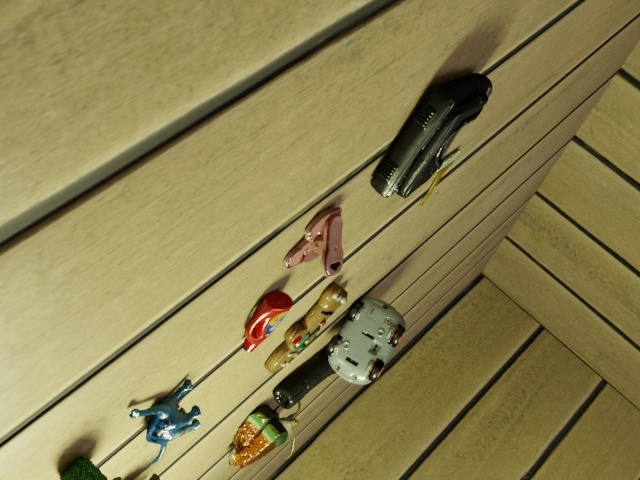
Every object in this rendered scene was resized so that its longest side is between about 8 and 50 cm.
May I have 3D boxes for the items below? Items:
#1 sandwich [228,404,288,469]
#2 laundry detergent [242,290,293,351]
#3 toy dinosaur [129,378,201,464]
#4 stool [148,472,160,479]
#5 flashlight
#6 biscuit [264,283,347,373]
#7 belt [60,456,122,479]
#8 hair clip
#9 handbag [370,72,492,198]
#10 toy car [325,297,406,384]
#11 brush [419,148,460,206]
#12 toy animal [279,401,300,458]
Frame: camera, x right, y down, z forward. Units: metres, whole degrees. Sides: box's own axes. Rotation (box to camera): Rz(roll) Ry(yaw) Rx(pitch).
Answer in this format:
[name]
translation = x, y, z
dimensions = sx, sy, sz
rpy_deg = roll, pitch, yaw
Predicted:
[sandwich]
translation = -0.194, 0.628, 2.336
dimensions = 0.212, 0.109, 0.292
rpy_deg = -37, 161, -33
[laundry detergent]
translation = -0.126, 0.183, 1.580
dimensions = 0.097, 0.049, 0.165
rpy_deg = -13, 144, -51
[toy dinosaur]
translation = -0.310, 0.376, 1.526
dimensions = 0.144, 0.076, 0.329
rpy_deg = -32, 157, -23
[stool]
translation = -0.438, 0.649, 1.752
dimensions = 0.228, 0.153, 0.139
rpy_deg = -6, -163, 37
[flashlight]
translation = 0.009, 0.407, 2.382
dimensions = 0.424, 0.103, 0.103
rpy_deg = -31, 157, -39
[biscuit]
translation = -0.034, 0.240, 1.956
dimensions = 0.301, 0.049, 0.197
rpy_deg = -47, 162, 3
[belt]
translation = -0.414, 0.454, 1.364
dimensions = 0.079, 0.121, 0.151
rpy_deg = -44, 176, -27
[hair clip]
translation = -0.010, -0.003, 1.477
dimensions = 0.123, 0.102, 0.138
rpy_deg = -27, 122, -53
[handbag]
translation = 0.236, -0.214, 1.518
dimensions = 0.244, 0.088, 0.275
rpy_deg = -32, 157, -53
[toy car]
translation = 0.146, 0.322, 2.309
dimensions = 0.270, 0.181, 0.212
rpy_deg = -57, 166, -10
[brush]
translation = 0.304, -0.156, 1.943
dimensions = 0.083, 0.011, 0.205
rpy_deg = -36, 161, -37
[toy animal]
translation = -0.123, 0.630, 2.525
dimensions = 0.155, 0.095, 0.219
rpy_deg = 87, 10, -67
